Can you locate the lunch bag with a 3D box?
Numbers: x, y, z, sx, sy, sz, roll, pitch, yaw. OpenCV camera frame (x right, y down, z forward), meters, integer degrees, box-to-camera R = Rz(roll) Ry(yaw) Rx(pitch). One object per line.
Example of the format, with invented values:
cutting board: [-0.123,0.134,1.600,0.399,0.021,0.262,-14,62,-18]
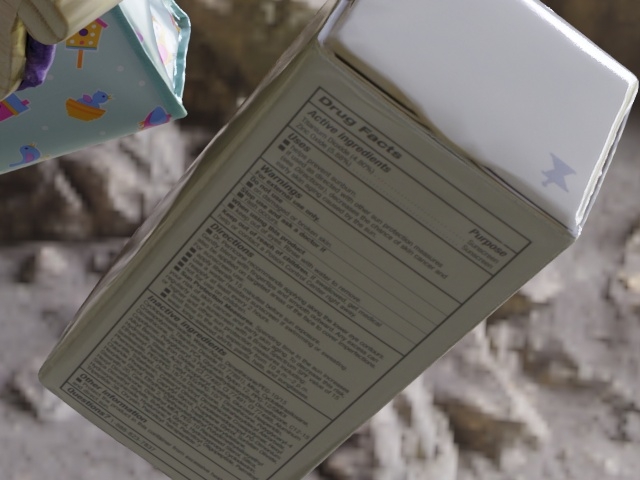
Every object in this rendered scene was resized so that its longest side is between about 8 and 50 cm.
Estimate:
lunch bag: [-0.241,-0.184,1.413,0.223,0.262,0.160,-15,46,13]

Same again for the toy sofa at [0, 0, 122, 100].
toy sofa: [-0.215,-0.251,0.970,0.362,0.177,0.150,39,47,8]

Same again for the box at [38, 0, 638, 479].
box: [0.000,0.000,0.960,0.148,0.311,0.121,37,46,-8]
